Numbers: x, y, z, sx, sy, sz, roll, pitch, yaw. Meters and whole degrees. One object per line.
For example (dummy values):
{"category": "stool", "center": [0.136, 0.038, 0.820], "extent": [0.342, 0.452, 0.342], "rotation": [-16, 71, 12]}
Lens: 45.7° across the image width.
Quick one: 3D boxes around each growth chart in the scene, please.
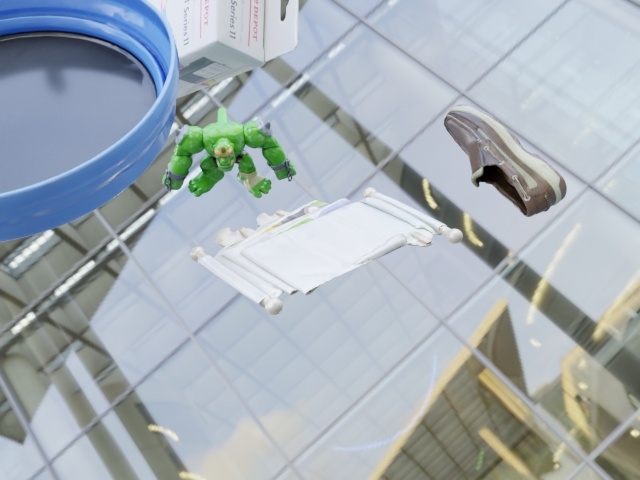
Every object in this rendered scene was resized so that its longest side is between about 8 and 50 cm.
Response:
{"category": "growth chart", "center": [0.000, 0.000, 0.777], "extent": [0.237, 0.172, 0.021], "rotation": [-21, -57, -23]}

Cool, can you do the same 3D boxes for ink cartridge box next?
{"category": "ink cartridge box", "center": [-0.204, -0.390, 1.326], "extent": [0.353, 0.207, 0.119], "rotation": [-10, -16, 39]}

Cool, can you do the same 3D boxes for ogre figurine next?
{"category": "ogre figurine", "center": [-0.142, -0.127, 1.137], "extent": [0.118, 0.197, 0.096], "rotation": [86, -163, -49]}

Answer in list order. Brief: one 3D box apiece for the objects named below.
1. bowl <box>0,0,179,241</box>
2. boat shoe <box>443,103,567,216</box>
{"category": "bowl", "center": [-0.344, -0.154, 0.818], "extent": [0.391, 0.391, 0.077], "rotation": [-30, -35, -22]}
{"category": "boat shoe", "center": [0.288, -0.135, 1.283], "extent": [0.095, 0.257, 0.095], "rotation": [-37, -34, -13]}
